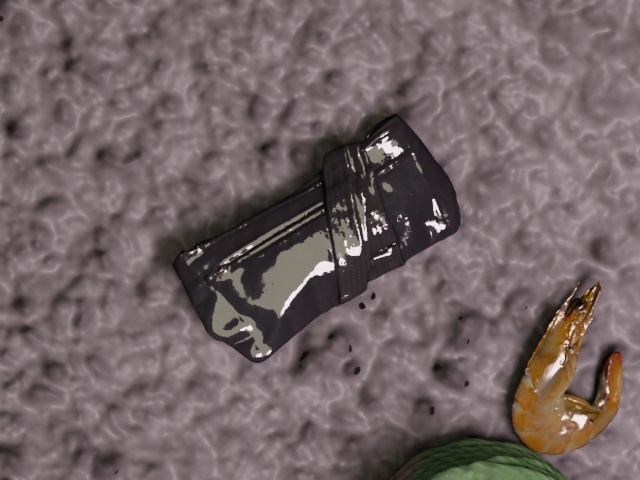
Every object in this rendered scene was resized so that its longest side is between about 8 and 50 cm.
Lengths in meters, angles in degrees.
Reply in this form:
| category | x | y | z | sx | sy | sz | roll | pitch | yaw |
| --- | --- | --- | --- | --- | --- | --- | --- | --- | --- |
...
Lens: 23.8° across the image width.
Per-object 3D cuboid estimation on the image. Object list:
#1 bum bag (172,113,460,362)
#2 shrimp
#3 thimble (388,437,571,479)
| category | x | y | z | sx | sy | sz | roll | pitch | yaw |
| --- | --- | --- | --- | --- | --- | --- | --- | --- | --- |
| bum bag | 0.000 | 0.000 | 1.318 | 0.248 | 0.060 | 0.123 | -32 | 93 | 1 |
| shrimp | 0.227 | 0.116 | 1.322 | 0.095 | 0.045 | 0.162 | 23 | 100 | -1 |
| thimble | 0.137 | 0.283 | 1.281 | 0.219 | 0.150 | 0.219 | 0 | 97 | -1 |
